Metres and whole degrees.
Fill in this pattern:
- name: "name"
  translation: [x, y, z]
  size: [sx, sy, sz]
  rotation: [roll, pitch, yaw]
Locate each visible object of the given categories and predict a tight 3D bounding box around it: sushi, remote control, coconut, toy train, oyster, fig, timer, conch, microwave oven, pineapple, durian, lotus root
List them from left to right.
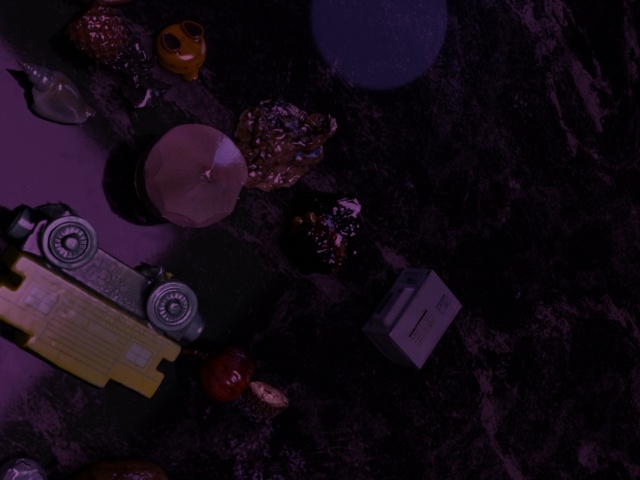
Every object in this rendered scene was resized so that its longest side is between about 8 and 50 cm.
- name: "remote control"
  translation: [-0.595, 0.531, 1.479]
  size: [0.104, 0.052, 0.247]
  rotation: [30, 73, -32]
- name: "conch"
  translation: [-0.509, -0.279, 1.502]
  size: [0.180, 0.065, 0.088]
  rotation: [42, 68, -36]
- name: "toy train"
  translation: [-0.437, 0.124, 1.506]
  size: [0.442, 0.179, 0.272]
  rotation: [37, 80, -29]
- name: "lotus root"
  translation: [-0.417, 0.509, 1.550]
  size: [0.260, 0.128, 0.145]
  rotation: [4, 99, -32]
- name: "pineapple"
  translation: [-0.394, -0.358, 1.560]
  size: [0.119, 0.111, 0.237]
  rotation: [-39, 121, 6]
- name: "timer"
  translation: [-0.291, -0.393, 1.642]
  size: [0.107, 0.109, 0.107]
  rotation: [6, 66, -13]
- name: "coconut"
  translation: [-0.256, -0.125, 1.575]
  size: [0.224, 0.234, 0.224]
  rotation: [-5, 98, -34]
- name: "fig"
  translation: [-0.209, 0.275, 1.694]
  size: [0.128, 0.128, 0.150]
  rotation: [-17, 61, -32]
- name: "durian"
  translation: [-0.125, 0.368, 1.800]
  size: [0.130, 0.052, 0.066]
  rotation: [37, 34, -32]
- name: "oyster"
  translation: [-0.090, -0.210, 1.760]
  size: [0.214, 0.083, 0.223]
  rotation: [18, 88, -18]
- name: "sushi"
  translation: [0.000, 0.000, 1.797]
  size: [0.150, 0.153, 0.172]
  rotation: [-45, 136, -46]
- name: "microwave oven"
  translation: [0.225, 0.189, 1.966]
  size: [0.162, 0.122, 0.208]
  rotation: [48, 66, -24]

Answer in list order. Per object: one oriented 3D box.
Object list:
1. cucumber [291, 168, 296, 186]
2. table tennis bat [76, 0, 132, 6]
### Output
- name: "cucumber"
  translation: [-0.040, -0.184, 1.834]
  size: [0.033, 0.034, 0.135]
  rotation: [36, 72, -34]
- name: "table tennis bat"
  translation: [-0.494, -0.605, 1.518]
  size: [0.414, 0.051, 0.268]
  rotation: [8, 87, -36]
